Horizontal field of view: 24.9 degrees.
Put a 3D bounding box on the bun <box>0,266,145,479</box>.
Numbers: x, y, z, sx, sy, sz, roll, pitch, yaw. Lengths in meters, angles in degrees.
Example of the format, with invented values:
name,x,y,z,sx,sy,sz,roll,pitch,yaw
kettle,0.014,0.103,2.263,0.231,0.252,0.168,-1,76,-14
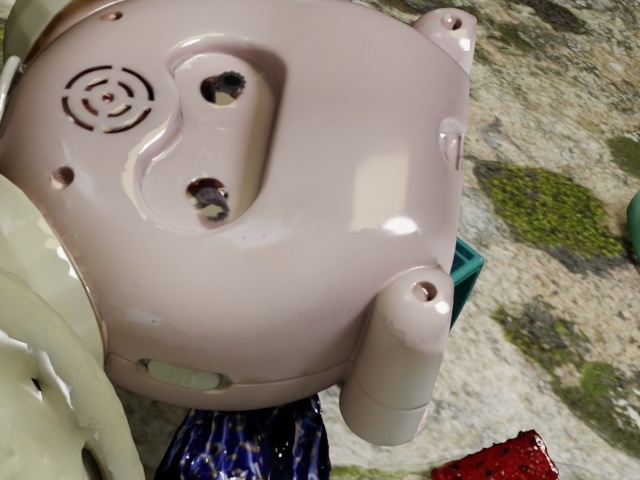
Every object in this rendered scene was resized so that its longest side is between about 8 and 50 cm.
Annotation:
name,x,y,z,sx,sy,sz,roll,pitch,yaw
bun,-0.266,0.140,0.734,0.359,0.360,0.211,9,5,-26

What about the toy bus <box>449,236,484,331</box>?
name,x,y,z,sx,sy,sz,roll,pitch,yaw
toy bus,0.000,0.000,1.246,0.256,0.128,0.147,40,44,20

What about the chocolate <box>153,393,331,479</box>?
name,x,y,z,sx,sy,sz,roll,pitch,yaw
chocolate,-0.010,0.073,1.044,0.126,0.148,0.343,49,50,-32

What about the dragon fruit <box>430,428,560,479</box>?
name,x,y,z,sx,sy,sz,roll,pitch,yaw
dragon fruit,0.142,0.218,1.118,0.063,0.097,0.131,-10,67,-39

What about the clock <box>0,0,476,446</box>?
name,x,y,z,sx,sy,sz,roll,pitch,yaw
clock,-0.072,-0.038,0.952,0.325,0.184,0.342,9,47,1

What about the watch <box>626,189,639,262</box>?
name,x,y,z,sx,sy,sz,roll,pitch,yaw
watch,0.438,0.013,1.615,0.237,0.068,0.195,0,44,-41
